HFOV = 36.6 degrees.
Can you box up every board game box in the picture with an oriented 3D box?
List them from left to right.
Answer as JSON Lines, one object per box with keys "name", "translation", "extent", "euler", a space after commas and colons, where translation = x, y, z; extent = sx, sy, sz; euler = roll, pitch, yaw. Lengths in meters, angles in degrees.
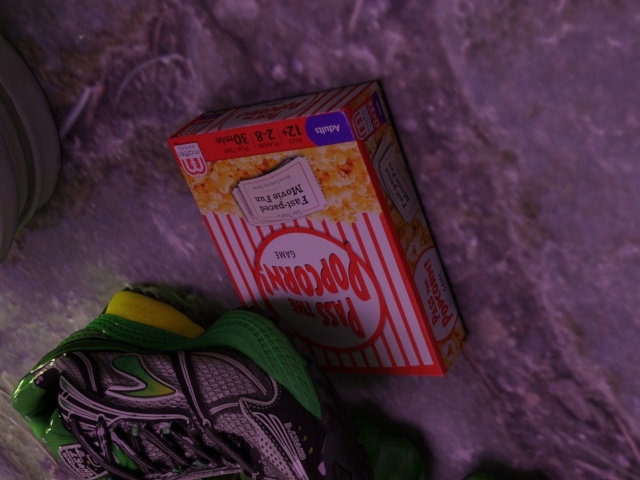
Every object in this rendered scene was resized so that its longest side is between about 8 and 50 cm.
{"name": "board game box", "translation": [0.000, 0.000, 0.647], "extent": [0.147, 0.045, 0.193], "euler": [-5, 118, 37]}

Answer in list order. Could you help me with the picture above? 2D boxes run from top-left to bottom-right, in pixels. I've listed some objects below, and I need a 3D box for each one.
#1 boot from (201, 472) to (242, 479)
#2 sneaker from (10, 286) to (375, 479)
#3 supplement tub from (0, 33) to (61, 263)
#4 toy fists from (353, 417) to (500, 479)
{"name": "boot", "translation": [-0.050, 0.276, 0.858], "extent": [0.246, 0.083, 0.161], "euler": [-17, 105, 39]}
{"name": "sneaker", "translation": [-0.099, 0.133, 0.690], "extent": [0.343, 0.146, 0.134], "euler": [2, 125, 50]}
{"name": "supplement tub", "translation": [-0.370, -0.022, 0.678], "extent": [0.241, 0.331, 0.241], "euler": [17, 129, 22]}
{"name": "toy fists", "translation": [0.077, 0.223, 0.722], "extent": [0.279, 0.096, 0.142], "euler": [18, 128, 24]}
